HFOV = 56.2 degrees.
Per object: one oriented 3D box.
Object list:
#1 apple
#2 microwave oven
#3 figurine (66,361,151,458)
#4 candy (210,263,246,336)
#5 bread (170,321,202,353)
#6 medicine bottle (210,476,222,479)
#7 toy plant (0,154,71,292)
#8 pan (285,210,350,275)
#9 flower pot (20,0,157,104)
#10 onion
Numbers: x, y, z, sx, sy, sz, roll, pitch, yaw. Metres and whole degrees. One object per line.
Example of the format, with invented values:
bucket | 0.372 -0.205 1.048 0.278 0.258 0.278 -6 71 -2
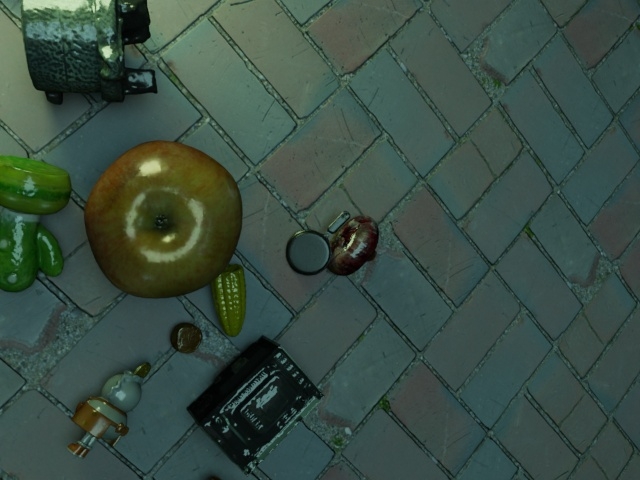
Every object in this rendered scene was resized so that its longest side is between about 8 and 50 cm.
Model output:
apple | -0.376 -0.048 1.462 0.392 0.346 0.391 -1 92 -17
microwave oven | -0.175 0.445 1.637 0.295 0.181 0.237 -43 107 -16
figurine | -0.523 0.426 1.516 0.271 0.143 0.143 -39 104 -16
candy | -0.247 0.168 1.649 0.094 0.106 0.198 -7 99 -5
bread | -0.365 0.264 1.625 0.085 0.053 0.085 -2 93 -35
medicine bottle | -0.314 0.756 1.597 0.112 0.149 0.222 41 75 -18
toy plant | -0.714 -0.029 1.434 0.224 0.184 0.315 16 100 -17
pan | 0.000 0.000 1.752 0.136 0.028 0.235 44 88 -2
flower pot | -0.536 -0.459 1.419 0.283 0.299 0.299 -4 92 -18
onion | 0.116 0.021 1.800 0.151 0.098 0.206 30 79 -19
